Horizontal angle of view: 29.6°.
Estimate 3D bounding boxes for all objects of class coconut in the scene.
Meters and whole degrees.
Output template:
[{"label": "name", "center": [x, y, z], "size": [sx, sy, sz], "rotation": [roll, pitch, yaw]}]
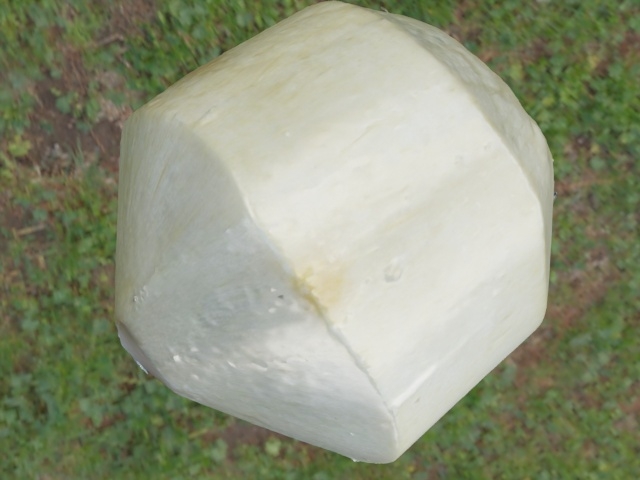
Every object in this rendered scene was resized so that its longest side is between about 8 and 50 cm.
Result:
[{"label": "coconut", "center": [0.000, 0.000, 0.838], "size": [0.323, 0.323, 0.323], "rotation": [-12, 127, -16]}]
